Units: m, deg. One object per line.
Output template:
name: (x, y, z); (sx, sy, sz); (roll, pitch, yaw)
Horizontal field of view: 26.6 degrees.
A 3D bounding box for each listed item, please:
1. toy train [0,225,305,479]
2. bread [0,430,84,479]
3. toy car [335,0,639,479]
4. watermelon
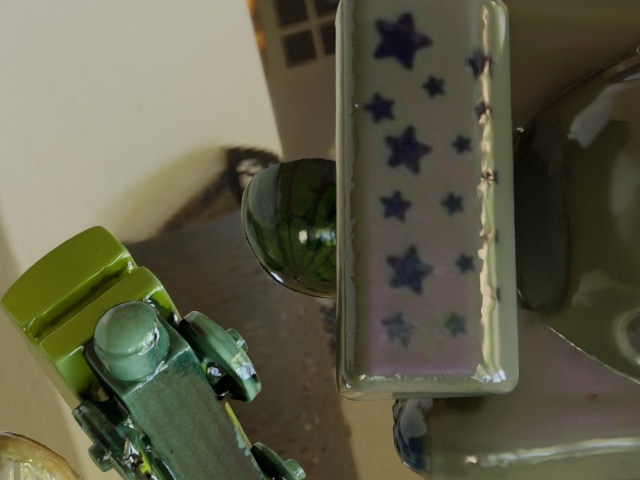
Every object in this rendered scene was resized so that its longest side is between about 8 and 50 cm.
toy train: (-0.163, 0.181, 1.397); (0.179, 0.442, 0.272); (-39, -131, -16)
bread: (-0.276, 0.221, 0.996); (0.236, 0.140, 0.106); (-26, -140, 26)
toy car: (0.185, -0.012, 0.562); (0.335, 0.242, 0.226); (-3, 167, 15)
watermelon: (0.000, 0.000, 0.819); (0.105, 0.105, 0.062); (-3, -126, 23)
